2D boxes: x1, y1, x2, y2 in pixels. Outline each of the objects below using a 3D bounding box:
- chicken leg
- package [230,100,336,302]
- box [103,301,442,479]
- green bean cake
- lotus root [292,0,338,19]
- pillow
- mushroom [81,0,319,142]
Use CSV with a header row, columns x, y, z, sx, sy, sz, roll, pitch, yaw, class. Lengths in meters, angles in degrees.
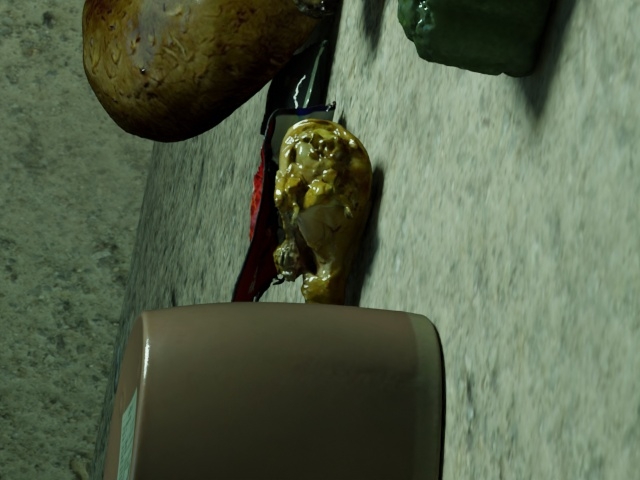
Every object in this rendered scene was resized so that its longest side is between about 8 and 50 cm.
x,y,z,sx,sy,sz,roll,pitch,yaw,class
0.002,0.000,1.723,0.101,0.085,0.208,-65,-24,-79,chicken leg
-0.036,-0.042,1.850,0.269,0.071,0.194,-41,-44,-64,package
-0.047,0.187,1.468,0.301,0.216,0.301,-173,90,-80,box
0.109,-0.220,1.311,0.185,0.094,0.183,-90,12,-63,green bean cake
0.005,-0.321,1.851,0.145,0.128,0.260,140,137,-60,lotus root
-0.026,-0.156,2.101,0.150,0.048,0.090,164,108,-75,pillow
-0.123,-0.262,2.134,0.345,0.239,0.345,-162,90,-82,mushroom
